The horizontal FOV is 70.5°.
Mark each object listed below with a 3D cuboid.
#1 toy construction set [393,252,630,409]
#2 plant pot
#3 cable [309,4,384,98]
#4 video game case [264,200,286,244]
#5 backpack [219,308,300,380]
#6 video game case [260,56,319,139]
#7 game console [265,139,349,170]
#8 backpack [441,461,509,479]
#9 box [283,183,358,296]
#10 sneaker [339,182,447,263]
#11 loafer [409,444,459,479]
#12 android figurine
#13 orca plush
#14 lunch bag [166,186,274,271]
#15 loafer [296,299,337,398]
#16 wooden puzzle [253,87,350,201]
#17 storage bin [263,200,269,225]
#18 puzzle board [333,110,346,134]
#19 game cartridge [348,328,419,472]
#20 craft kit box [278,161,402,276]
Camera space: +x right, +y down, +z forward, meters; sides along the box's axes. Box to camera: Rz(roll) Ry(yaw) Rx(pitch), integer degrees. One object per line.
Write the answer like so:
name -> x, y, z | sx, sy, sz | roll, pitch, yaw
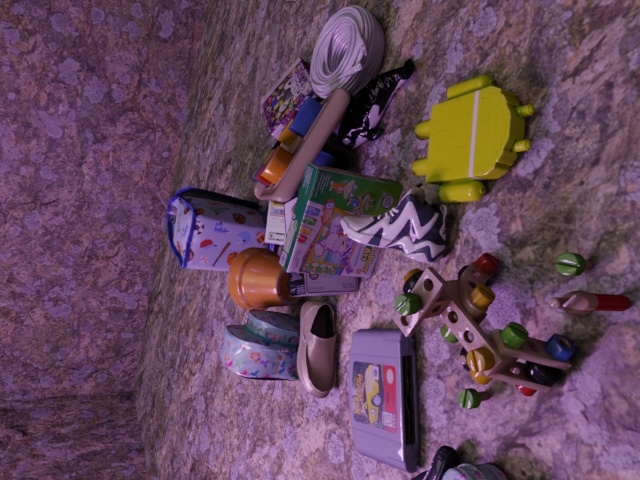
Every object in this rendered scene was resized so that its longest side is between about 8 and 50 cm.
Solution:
toy construction set -> 0.263, 0.120, 0.709 | 0.309, 0.237, 0.258 | -36, 55, 49
plant pot -> -0.155, 0.128, 1.427 | 0.187, 0.205, 0.205 | 3, 88, 42
cable -> 0.069, -0.515, 1.258 | 0.257, 0.089, 0.257 | -23, 62, 52
video game case -> -0.063, -0.077, 1.354 | 0.212, 0.023, 0.193 | 7, 91, 25
backpack -> -0.158, 0.309, 1.324 | 0.225, 0.253, 0.191 | 19, 101, 58
video game case -> -0.102, -0.472, 1.496 | 0.210, 0.041, 0.232 | -42, 43, 22
game console -> -0.031, -0.265, 1.358 | 0.213, 0.044, 0.361 | -55, 41, 2
backpack -> 0.260, 0.474, 0.770 | 0.152, 0.115, 0.182 | 35, 111, 57
box -> 0.000, 0.000, 1.200 | 0.087, 0.169, 0.290 | -18, 74, 56
sneaker -> 0.160, -0.057, 0.964 | 0.235, 0.094, 0.153 | 20, 106, 29
loafer -> 0.207, 0.489, 0.883 | 0.078, 0.076, 0.223 | 32, 115, 47
android figurine -> 0.290, -0.199, 0.891 | 0.272, 0.056, 0.248 | -1, 84, 58
orca plush -> 0.113, -0.342, 1.150 | 0.287, 0.102, 0.151 | -29, 61, 52
lunch bag -> -0.371, -0.049, 1.653 | 0.385, 0.327, 0.239 | 34, 110, 58
loafer -> -0.006, 0.287, 1.230 | 0.092, 0.101, 0.269 | -39, 53, 56
wooden puzzle -> -0.082, -0.259, 1.234 | 0.322, 0.080, 0.348 | -59, 20, -3
storage bin -> -0.111, -0.110, 1.481 | 0.122, 0.084, 0.180 | 55, 130, 46
puzzle board -> 0.071, -0.366, 1.306 | 0.096, 0.011, 0.128 | 48, 125, 50
game cartridge -> 0.139, 0.352, 1.040 | 0.196, 0.060, 0.294 | -19, 69, 59
craft kit box -> 0.049, -0.038, 1.066 | 0.061, 0.246, 0.250 | 39, 118, 50
